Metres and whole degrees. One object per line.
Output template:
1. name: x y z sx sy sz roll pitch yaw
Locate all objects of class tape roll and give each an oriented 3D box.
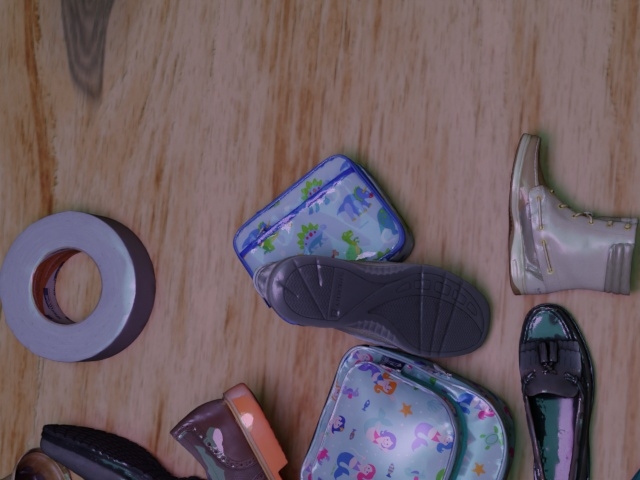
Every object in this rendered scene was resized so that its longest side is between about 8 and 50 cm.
1. tape roll: -0.355 0.068 1.765 0.219 0.072 0.219 -1 85 15

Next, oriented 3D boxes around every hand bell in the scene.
1. hand bell: -0.494 0.393 1.778 0.242 0.126 0.126 -19 81 26

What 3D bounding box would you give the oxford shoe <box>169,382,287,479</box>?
1. oxford shoe: -0.080 0.377 1.601 0.132 0.130 0.364 -26 92 -12

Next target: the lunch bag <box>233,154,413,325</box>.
1. lunch bag: 0.000 0.000 1.661 0.219 0.090 0.176 -36 75 10

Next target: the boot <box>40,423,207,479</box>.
1. boot: -0.280 0.410 1.694 0.338 0.118 0.223 24 94 15

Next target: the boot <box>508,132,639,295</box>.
1. boot: 0.329 -0.034 1.573 0.165 0.077 0.213 0 91 17

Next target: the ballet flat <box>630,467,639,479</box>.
1. ballet flat: 0.386 0.432 1.515 0.124 0.116 0.342 30 95 -4

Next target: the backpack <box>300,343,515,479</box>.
1. backpack: 0.120 0.265 1.562 0.253 0.191 0.225 21 91 11

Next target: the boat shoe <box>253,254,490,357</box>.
1. boat shoe: 0.071 0.078 1.575 0.320 0.103 0.118 9 93 -21

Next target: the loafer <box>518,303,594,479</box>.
1. loafer: 0.305 0.213 1.557 0.096 0.084 0.268 -6 84 16
